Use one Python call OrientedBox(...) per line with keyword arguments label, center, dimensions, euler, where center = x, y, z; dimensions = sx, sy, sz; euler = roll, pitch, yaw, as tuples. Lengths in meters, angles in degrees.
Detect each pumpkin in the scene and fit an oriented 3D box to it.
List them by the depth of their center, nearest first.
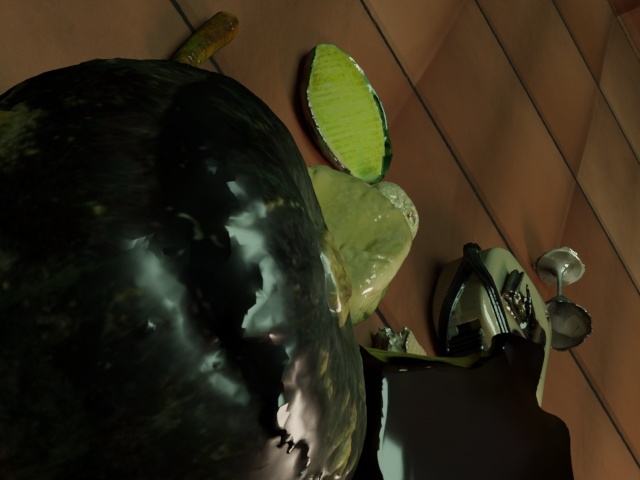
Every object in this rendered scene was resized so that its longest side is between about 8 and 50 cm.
OrientedBox(label="pumpkin", center=(-0.144, 0.065, 0.940), dimensions=(0.454, 0.344, 0.454), euler=(-17, 90, -82))

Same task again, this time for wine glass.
OrientedBox(label="wine glass", center=(0.438, 0.099, 2.052), dimensions=(0.122, 0.122, 0.183), euler=(51, 30, -26))

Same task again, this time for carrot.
OrientedBox(label="carrot", center=(-0.149, -0.246, 1.419), dimensions=(0.042, 0.042, 0.170), euler=(57, 33, -18))

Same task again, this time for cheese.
OrientedBox(label="cheese", center=(0.000, 0.000, 1.382), dimensions=(0.214, 0.117, 0.226), euler=(38, 37, 8))

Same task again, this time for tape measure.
OrientedBox(label="tape measure", center=(0.270, 0.140, 1.747), dimensions=(0.231, 0.133, 0.271), euler=(53, 37, -25))

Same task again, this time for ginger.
OrientedBox(label="ginger", center=(0.129, 0.278, 1.340), dimensions=(0.358, 0.211, 0.413), euler=(-19, 84, -43))

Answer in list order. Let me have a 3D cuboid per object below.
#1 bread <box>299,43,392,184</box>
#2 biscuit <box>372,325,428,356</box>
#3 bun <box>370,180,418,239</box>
OrientedBox(label="bread", center=(0.036, -0.187, 1.677), dimensions=(0.228, 0.034, 0.228), euler=(33, 47, -45))
OrientedBox(label="biscuit", center=(0.141, 0.232, 1.551), dimensions=(0.238, 0.062, 0.108), euler=(54, 33, -21))
OrientedBox(label="bun", center=(0.102, -0.034, 1.641), dimensions=(0.115, 0.069, 0.115), euler=(30, 52, -49))
